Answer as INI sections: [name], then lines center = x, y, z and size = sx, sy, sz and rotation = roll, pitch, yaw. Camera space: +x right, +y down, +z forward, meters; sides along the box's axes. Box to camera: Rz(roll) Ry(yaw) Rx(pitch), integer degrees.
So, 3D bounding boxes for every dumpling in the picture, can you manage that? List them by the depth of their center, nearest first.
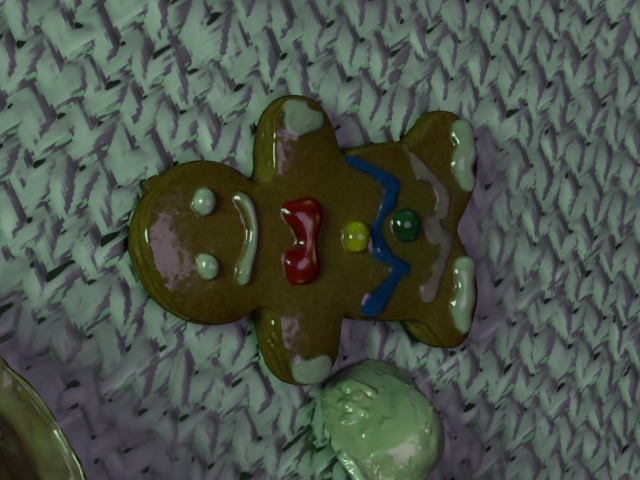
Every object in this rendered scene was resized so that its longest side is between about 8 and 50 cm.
[dumpling]
center = 0.031, 0.090, 0.860
size = 0.057, 0.052, 0.076
rotation = 44, 66, -34

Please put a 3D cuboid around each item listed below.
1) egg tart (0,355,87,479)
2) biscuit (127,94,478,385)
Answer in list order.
[egg tart]
center = -0.213, 0.152, 0.570
size = 0.352, 0.150, 0.352
rotation = 5, 79, -26
[biscuit]
center = 0.000, 0.000, 0.840
size = 0.205, 0.031, 0.138
rotation = 0, 91, -38
